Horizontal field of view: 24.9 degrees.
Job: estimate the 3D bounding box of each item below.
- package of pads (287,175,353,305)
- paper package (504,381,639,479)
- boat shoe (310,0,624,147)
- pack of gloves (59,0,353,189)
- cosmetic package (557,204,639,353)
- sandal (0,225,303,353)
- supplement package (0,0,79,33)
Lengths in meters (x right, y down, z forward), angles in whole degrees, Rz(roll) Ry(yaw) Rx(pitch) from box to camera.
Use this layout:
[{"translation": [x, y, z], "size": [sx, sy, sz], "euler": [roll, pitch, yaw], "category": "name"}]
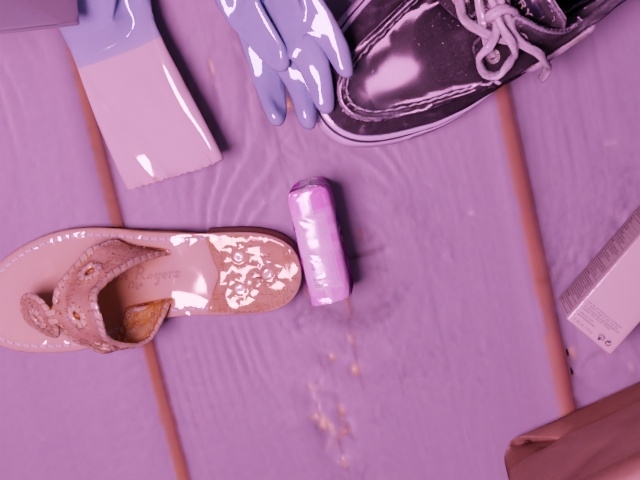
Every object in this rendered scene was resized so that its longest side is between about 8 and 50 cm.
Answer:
[{"translation": [0.000, 0.000, 0.993], "size": [0.032, 0.050, 0.083], "euler": [-12, 99, 6], "category": "package of pads"}, {"translation": [0.319, 0.237, 0.955], "size": [0.309, 0.168, 0.325], "euler": [-26, 97, 7], "category": "paper package"}, {"translation": [0.124, -0.154, 0.927], "size": [0.306, 0.105, 0.113], "euler": [-26, 97, 9], "category": "boat shoe"}, {"translation": [-0.088, -0.168, 0.964], "size": [0.195, 0.046, 0.232], "euler": [-16, 106, 25], "category": "pack of gloves"}, {"translation": [0.214, 0.016, 0.976], "size": [0.041, 0.060, 0.115], "euler": [39, 102, -5], "category": "cosmetic package"}, {"translation": [-0.133, 0.035, 0.994], "size": [0.240, 0.079, 0.088], "euler": [-8, 100, 6], "category": "sandal"}, {"translation": [-0.289, -0.249, 0.874], "size": [0.199, 0.198, 0.263], "euler": [-1, 100, 20], "category": "supplement package"}]
